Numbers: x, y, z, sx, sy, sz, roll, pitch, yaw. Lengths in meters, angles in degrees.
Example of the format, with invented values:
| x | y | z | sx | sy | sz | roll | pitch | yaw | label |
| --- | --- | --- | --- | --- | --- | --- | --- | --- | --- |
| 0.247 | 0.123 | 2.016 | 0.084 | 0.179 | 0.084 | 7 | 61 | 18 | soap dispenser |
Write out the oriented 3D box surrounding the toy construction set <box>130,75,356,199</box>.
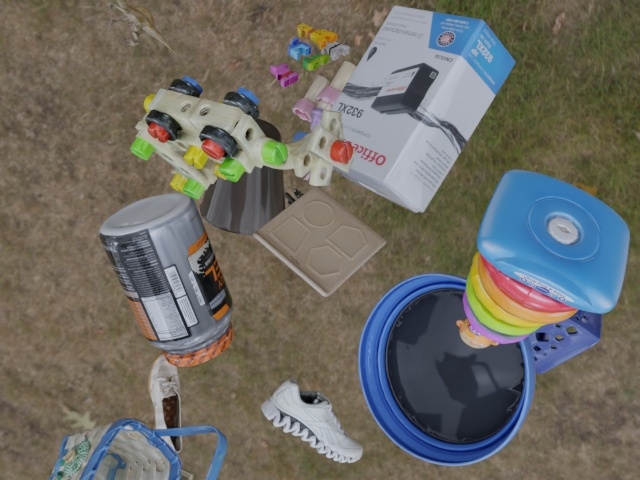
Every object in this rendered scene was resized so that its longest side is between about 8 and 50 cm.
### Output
| x | y | z | sx | sy | sz | roll | pitch | yaw | label |
| --- | --- | --- | --- | --- | --- | --- | --- | --- | --- |
| -0.122 | -0.130 | 0.939 | 0.327 | 0.151 | 0.215 | 4 | 154 | 27 | toy construction set |

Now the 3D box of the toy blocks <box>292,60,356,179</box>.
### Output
| x | y | z | sx | sy | sz | roll | pitch | yaw | label |
| --- | --- | --- | --- | --- | --- | --- | --- | --- | --- |
| 0.076 | -0.263 | 1.782 | 0.309 | 0.288 | 0.260 | 32 | 84 | -17 | toy blocks |

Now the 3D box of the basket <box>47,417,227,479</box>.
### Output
| x | y | z | sx | sy | sz | roll | pitch | yaw | label |
| --- | --- | --- | --- | --- | --- | --- | --- | --- | --- |
| -0.293 | 0.409 | 1.036 | 0.288 | 0.255 | 0.201 | -5 | 139 | 23 | basket |

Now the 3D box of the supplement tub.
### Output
| x | y | z | sx | sy | sz | roll | pitch | yaw | label |
| --- | --- | --- | --- | --- | --- | --- | --- | --- | --- |
| -0.293 | 0.081 | 1.350 | 0.193 | 0.193 | 0.316 | -7 | 116 | 20 | supplement tub |

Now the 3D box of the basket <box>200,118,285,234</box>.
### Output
| x | y | z | sx | sy | sz | roll | pitch | yaw | label |
| --- | --- | --- | --- | --- | --- | --- | --- | --- | --- |
| -0.166 | -0.147 | 1.526 | 0.204 | 0.154 | 0.227 | 6 | 133 | -6 | basket |

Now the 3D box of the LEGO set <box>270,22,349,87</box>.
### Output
| x | y | z | sx | sy | sz | roll | pitch | yaw | label |
| --- | --- | --- | --- | --- | --- | --- | --- | --- | --- |
| -0.037 | -0.470 | 1.648 | 0.093 | 0.227 | 0.087 | 38 | 145 | 26 | LEGO set |

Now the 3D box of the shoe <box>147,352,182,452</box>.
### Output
| x | y | z | sx | sy | sz | roll | pitch | yaw | label |
| --- | --- | --- | --- | --- | --- | --- | --- | --- | --- |
| -0.326 | 0.352 | 1.460 | 0.058 | 0.076 | 0.219 | 1 | 93 | 39 | shoe |

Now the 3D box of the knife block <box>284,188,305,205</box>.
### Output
| x | y | z | sx | sy | sz | roll | pitch | yaw | label |
| --- | --- | --- | --- | --- | --- | --- | --- | --- | --- |
| -0.052 | -0.015 | 1.847 | 0.088 | 0.276 | 0.242 | 28 | 146 | -36 | knife block |

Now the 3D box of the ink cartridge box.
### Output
| x | y | z | sx | sy | sz | roll | pitch | yaw | label |
| --- | --- | --- | --- | --- | --- | --- | --- | --- | --- |
| 0.152 | -0.234 | 1.187 | 0.129 | 0.223 | 0.307 | 31 | 90 | -44 | ink cartridge box |

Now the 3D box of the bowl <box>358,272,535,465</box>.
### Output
| x | y | z | sx | sy | sz | roll | pitch | yaw | label |
| --- | --- | --- | --- | --- | --- | --- | --- | --- | --- |
| 0.259 | 0.263 | 1.418 | 0.391 | 0.077 | 0.391 | -2 | 86 | 37 | bowl |

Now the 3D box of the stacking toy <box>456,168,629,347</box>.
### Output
| x | y | z | sx | sy | sz | roll | pitch | yaw | label |
| --- | --- | --- | --- | --- | --- | --- | --- | --- | --- |
| 0.250 | 0.070 | 0.900 | 0.175 | 0.166 | 0.302 | 27 | 144 | 5 | stacking toy |

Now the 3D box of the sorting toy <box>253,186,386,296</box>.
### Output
| x | y | z | sx | sy | sz | roll | pitch | yaw | label |
| --- | --- | --- | --- | --- | --- | --- | --- | --- | --- |
| 0.000 | 0.000 | 1.336 | 0.193 | 0.208 | 0.038 | 40 | 142 | 16 | sorting toy |

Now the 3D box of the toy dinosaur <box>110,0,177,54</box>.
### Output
| x | y | z | sx | sy | sz | roll | pitch | yaw | label |
| --- | --- | --- | --- | --- | --- | --- | --- | --- | --- |
| -0.371 | -0.447 | 1.402 | 0.183 | 0.093 | 0.053 | 42 | 134 | -17 | toy dinosaur |

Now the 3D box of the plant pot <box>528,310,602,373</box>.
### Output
| x | y | z | sx | sy | sz | roll | pitch | yaw | label |
| --- | --- | --- | --- | --- | --- | --- | --- | --- | --- |
| 0.620 | 0.189 | 1.886 | 0.212 | 0.236 | 0.236 | 36 | 134 | -7 | plant pot |

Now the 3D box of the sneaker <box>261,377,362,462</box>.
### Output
| x | y | z | sx | sy | sz | roll | pitch | yaw | label |
| --- | --- | --- | --- | --- | --- | --- | --- | --- | --- |
| 0.000 | 0.444 | 1.658 | 0.292 | 0.110 | 0.118 | 36 | 88 | -20 | sneaker |

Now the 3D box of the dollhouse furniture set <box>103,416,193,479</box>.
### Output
| x | y | z | sx | sy | sz | roll | pitch | yaw | label |
| --- | --- | --- | --- | --- | --- | --- | --- | --- | --- |
| -0.444 | 0.587 | 1.635 | 0.259 | 0.262 | 0.135 | 19 | 112 | 15 | dollhouse furniture set |
